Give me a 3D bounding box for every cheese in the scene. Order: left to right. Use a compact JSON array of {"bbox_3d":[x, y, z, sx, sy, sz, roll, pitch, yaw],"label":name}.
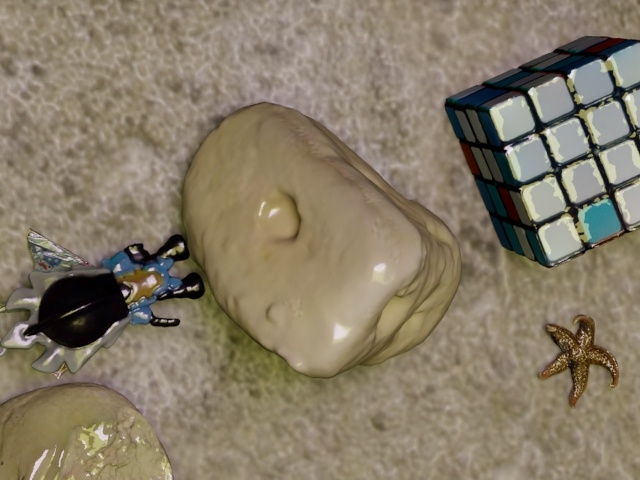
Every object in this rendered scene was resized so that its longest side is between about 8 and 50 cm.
[{"bbox_3d":[-0.001,0.001,1.452,0.248,0.251,0.173,43,105,22],"label":"cheese"}]

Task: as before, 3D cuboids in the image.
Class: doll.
[{"bbox_3d":[-0.199,0.057,1.453,0.195,0.070,0.096,-23,87,-16],"label":"doll"}]

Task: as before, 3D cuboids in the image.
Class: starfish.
[{"bbox_3d":[0.242,0.113,1.564,0.078,0.028,0.091,2,101,-4],"label":"starfish"}]

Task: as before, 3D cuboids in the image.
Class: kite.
[{"bbox_3d":[-0.246,0.057,1.481,0.157,0.011,0.139,-8,98,-9],"label":"kite"}]

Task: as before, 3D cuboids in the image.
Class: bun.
[{"bbox_3d":[-0.227,0.243,1.458,0.210,0.116,0.237,24,95,-13],"label":"bun"}]

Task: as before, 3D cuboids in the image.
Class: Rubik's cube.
[{"bbox_3d":[0.220,-0.081,1.469,0.155,0.151,0.154,-25,101,-4],"label":"Rubik's cube"}]
